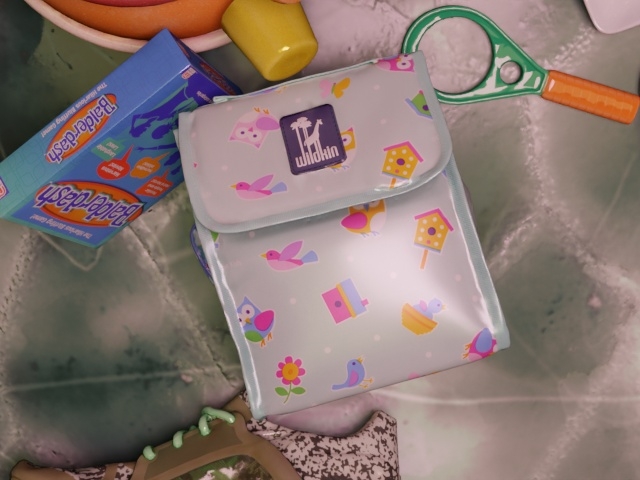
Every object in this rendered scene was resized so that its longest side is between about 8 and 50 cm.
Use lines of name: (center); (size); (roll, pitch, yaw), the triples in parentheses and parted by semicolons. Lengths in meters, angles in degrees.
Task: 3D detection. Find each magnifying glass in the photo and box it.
magnifying glass: (0.189, -0.157, 0.968); (0.231, 0.026, 0.092); (17, 103, -1)

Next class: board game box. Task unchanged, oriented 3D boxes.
board game box: (-0.173, -0.083, 0.919); (0.210, 0.160, 0.047); (-37, 71, 9)

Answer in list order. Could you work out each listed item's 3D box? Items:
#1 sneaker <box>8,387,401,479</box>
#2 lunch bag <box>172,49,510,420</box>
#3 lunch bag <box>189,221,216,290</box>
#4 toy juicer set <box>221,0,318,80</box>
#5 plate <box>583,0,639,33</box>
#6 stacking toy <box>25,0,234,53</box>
sneaker: (-0.100, 0.227, 1.029); (0.410, 0.158, 0.182); (5, 72, 1)
lunch bag: (0.015, -0.011, 0.847); (0.223, 0.160, 0.262); (-15, 94, 4)
lunch bag: (0.000, 0.000, 0.971); (0.219, 0.090, 0.176); (-31, 101, 7)
toy juicer set: (0.069, -0.263, 0.797); (0.329, 0.209, 0.089); (-28, 75, -9)
plate: (0.323, -0.354, 0.871); (0.277, 0.045, 0.278); (-19, 103, 27)
stacking toy: (-0.146, -0.293, 0.704); (0.351, 0.480, 0.350); (0, 104, 0)
